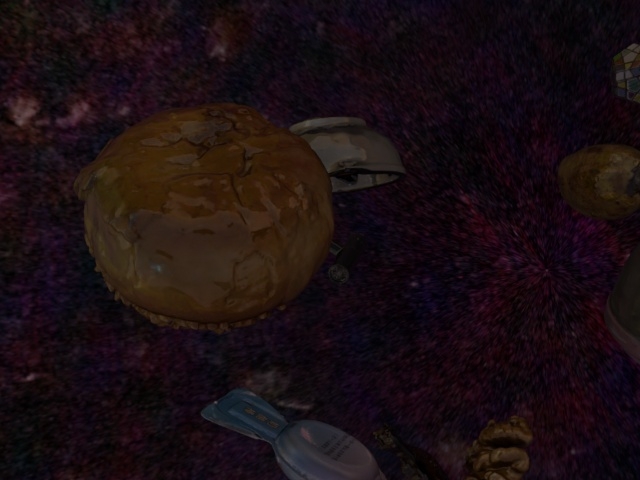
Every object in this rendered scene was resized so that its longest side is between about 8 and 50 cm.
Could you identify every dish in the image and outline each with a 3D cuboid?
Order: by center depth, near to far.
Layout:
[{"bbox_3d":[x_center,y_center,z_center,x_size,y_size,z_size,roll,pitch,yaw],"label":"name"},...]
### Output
[{"bbox_3d":[0.016,-0.157,1.756,0.303,0.303,0.120,-7,85,13],"label":"dish"}]

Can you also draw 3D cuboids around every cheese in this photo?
[{"bbox_3d":[-0.020,0.248,1.140,0.245,0.135,0.052,27,105,16],"label":"cheese"}]

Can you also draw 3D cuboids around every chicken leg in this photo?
[{"bbox_3d":[0.153,0.357,1.414,0.051,0.106,0.253,-32,110,12],"label":"chicken leg"}]

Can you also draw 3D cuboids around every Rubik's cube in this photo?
[{"bbox_3d":[0.537,-0.276,1.597,0.111,0.093,0.111,-27,41,26],"label":"Rubik's cube"}]

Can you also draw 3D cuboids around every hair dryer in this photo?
[{"bbox_3d":[-0.008,0.003,1.982,0.195,0.173,0.050,26,115,3],"label":"hair dryer"}]

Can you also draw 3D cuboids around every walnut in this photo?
[{"bbox_3d":[0.246,0.324,1.371,0.069,0.170,0.143,20,52,-2],"label":"walnut"}]

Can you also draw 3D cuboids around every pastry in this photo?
[{"bbox_3d":[-0.176,-0.033,1.472,0.409,0.409,0.245,17,134,13],"label":"pastry"}]

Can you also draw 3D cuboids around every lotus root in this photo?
[{"bbox_3d":[0.403,-0.083,1.386,0.097,0.258,0.110,-10,90,-4],"label":"lotus root"}]

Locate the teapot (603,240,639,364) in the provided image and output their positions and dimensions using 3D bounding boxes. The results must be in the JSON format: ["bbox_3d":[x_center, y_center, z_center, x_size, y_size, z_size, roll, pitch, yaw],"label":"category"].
[{"bbox_3d":[0.284,0.031,0.676,0.116,0.148,0.146,-3,122,-20],"label":"teapot"}]
